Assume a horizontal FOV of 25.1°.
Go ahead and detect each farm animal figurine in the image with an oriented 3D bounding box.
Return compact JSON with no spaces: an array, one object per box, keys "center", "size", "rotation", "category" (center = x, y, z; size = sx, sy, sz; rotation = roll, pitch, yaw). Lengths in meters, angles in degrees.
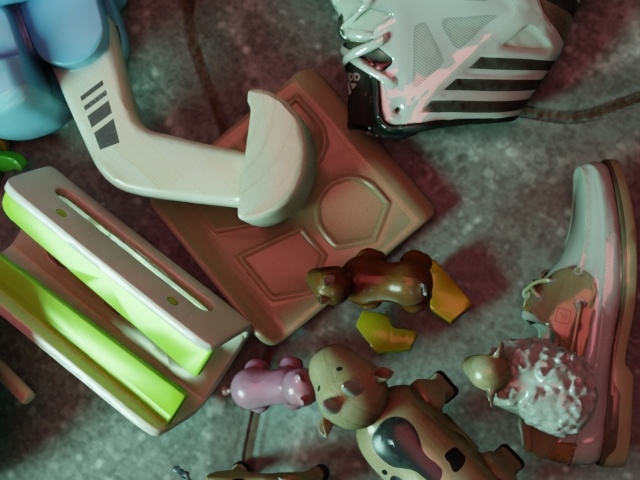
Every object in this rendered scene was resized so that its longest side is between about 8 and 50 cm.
[{"center":[0.047,0.182,1.336],"size":[0.326,0.172,0.330],"rotation":[31,103,14],"category":"farm animal figurine"}]

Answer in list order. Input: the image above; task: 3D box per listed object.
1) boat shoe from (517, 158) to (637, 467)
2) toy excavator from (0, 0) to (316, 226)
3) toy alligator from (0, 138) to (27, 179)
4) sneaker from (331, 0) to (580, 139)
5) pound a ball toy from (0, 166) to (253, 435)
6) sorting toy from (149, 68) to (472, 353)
[{"center":[0.249,0.068,1.403],"size":[0.103,0.113,0.302],"rotation":[2,82,2],"category":"boat shoe"},{"center":[-0.262,-0.177,1.470],"size":[0.433,0.222,0.445],"rotation":[-19,84,6],"category":"toy excavator"},{"center":[-0.403,-0.100,1.554],"size":[0.189,0.056,0.051],"rotation":[22,125,11],"category":"toy alligator"},{"center":[0.038,-0.249,1.410],"size":[0.447,0.169,0.257],"rotation":[24,88,-13],"category":"sneaker"},{"center":[-0.251,0.072,1.480],"size":[0.319,0.136,0.208],"rotation":[37,112,12],"category":"pound a ball toy"},{"center":[0.000,0.000,1.490],"size":[0.229,0.041,0.307],"rotation":[-39,78,-4],"category":"sorting toy"}]
